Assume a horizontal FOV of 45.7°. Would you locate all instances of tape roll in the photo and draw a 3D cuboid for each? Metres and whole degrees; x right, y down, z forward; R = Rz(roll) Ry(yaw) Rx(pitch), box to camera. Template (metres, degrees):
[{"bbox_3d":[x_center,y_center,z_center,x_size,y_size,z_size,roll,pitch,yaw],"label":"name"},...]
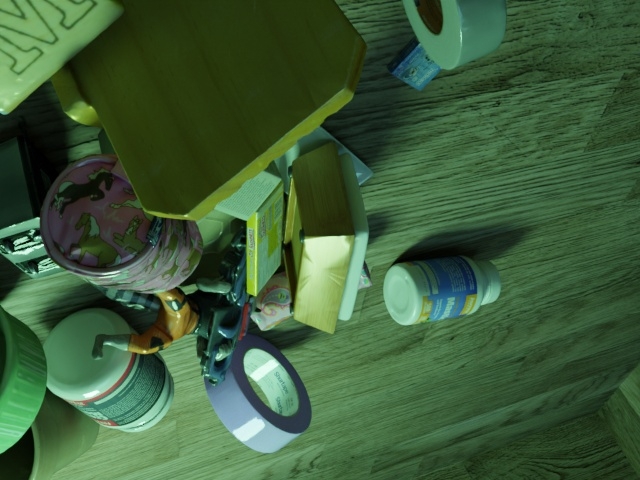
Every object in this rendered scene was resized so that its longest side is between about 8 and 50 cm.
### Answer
[{"bbox_3d":[-0.145,0.355,1.790,0.090,0.275,0.275,-39,144,18],"label":"tape roll"},{"bbox_3d":[0.181,-0.360,1.087,0.072,0.219,0.219,-22,146,-5],"label":"tape roll"}]

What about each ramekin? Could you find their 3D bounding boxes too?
[{"bbox_3d":[-0.626,0.241,1.309,0.303,0.303,0.148,-27,154,1],"label":"ramekin"}]

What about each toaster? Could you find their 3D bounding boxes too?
[{"bbox_3d":[-0.443,-0.053,1.147,0.110,0.186,0.168,-22,154,-2],"label":"toaster"}]

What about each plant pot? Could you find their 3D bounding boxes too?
[{"bbox_3d":[-0.605,0.402,1.614,0.263,0.263,0.229,-40,163,20],"label":"plant pot"}]

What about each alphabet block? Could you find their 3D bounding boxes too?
[{"bbox_3d":[-0.368,-0.299,0.840,0.197,0.192,0.193,-35,147,15],"label":"alphabet block"}]

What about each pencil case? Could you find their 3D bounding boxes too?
[{"bbox_3d":[-0.029,0.094,1.662,0.284,0.124,0.124,-23,146,-5],"label":"pencil case"},{"bbox_3d":[-0.274,-0.010,1.117,0.167,0.160,0.386,-8,172,-3],"label":"pencil case"}]

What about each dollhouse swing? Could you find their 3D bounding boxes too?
[{"bbox_3d":[-0.098,-0.208,0.934,0.347,0.305,0.315,-37,172,12],"label":"dollhouse swing"}]

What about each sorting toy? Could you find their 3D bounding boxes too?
[{"bbox_3d":[-0.183,-0.035,1.457,0.229,0.041,0.307,-11,142,-17],"label":"sorting toy"}]

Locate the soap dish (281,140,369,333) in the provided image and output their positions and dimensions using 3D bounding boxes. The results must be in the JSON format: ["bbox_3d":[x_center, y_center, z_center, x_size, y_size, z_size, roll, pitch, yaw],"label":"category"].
[{"bbox_3d":[0.000,0.000,1.401,0.118,0.229,0.291,-2,140,-10],"label":"soap dish"}]

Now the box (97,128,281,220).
[{"bbox_3d":[-0.206,-0.133,1.222,0.275,0.094,0.113,22,121,-39],"label":"box"}]

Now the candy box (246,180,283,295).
[{"bbox_3d":[-0.104,-0.004,1.417,0.105,0.027,0.206,-51,154,-45],"label":"candy box"}]

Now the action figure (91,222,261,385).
[{"bbox_3d":[-0.248,0.097,1.469,0.330,0.178,0.341,10,102,-45],"label":"action figure"}]

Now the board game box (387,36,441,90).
[{"bbox_3d":[0.177,-0.313,1.328,0.090,0.020,0.090,15,129,-47],"label":"board game box"}]

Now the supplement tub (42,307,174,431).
[{"bbox_3d":[-0.430,0.274,1.568,0.191,0.191,0.272,-25,146,-1],"label":"supplement tub"}]

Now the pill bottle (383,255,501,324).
[{"bbox_3d":[0.306,0.117,1.876,0.272,0.152,0.152,-6,141,-26],"label":"pill bottle"}]

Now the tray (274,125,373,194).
[{"bbox_3d":[-0.022,-0.144,1.417,0.145,0.030,0.270,-37,145,15],"label":"tray"}]
